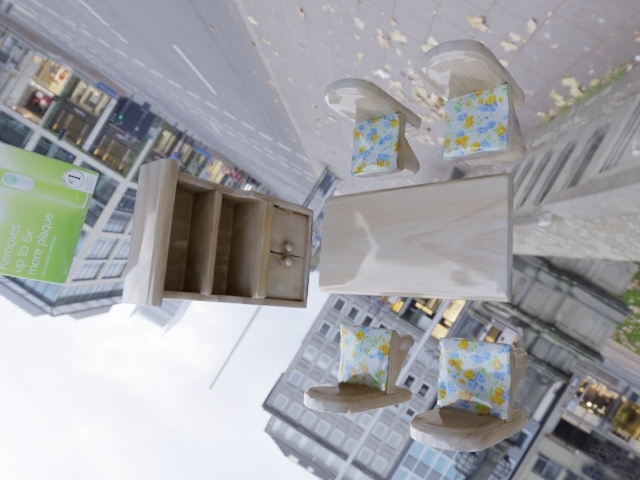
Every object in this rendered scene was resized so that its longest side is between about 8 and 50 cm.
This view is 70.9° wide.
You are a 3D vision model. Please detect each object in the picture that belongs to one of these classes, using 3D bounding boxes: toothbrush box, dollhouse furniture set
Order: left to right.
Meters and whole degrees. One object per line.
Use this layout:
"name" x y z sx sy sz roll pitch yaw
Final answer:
"toothbrush box" -0.549 -0.062 0.741 0.283 0.206 0.122 18 178 -32
"dollhouse furniture set" 0.000 0.000 0.507 0.394 0.362 0.256 -3 169 41
